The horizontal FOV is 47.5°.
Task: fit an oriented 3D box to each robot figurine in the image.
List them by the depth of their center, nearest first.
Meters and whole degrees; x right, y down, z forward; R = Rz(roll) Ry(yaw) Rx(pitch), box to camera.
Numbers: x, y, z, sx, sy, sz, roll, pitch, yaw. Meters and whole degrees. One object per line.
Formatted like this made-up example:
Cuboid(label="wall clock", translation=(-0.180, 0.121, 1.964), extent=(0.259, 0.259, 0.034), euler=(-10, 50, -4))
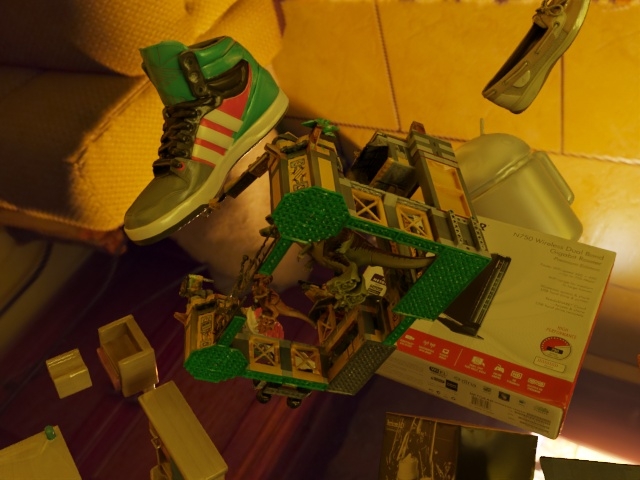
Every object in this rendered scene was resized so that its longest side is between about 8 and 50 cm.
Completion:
Cuboid(label="robot figurine", translation=(0.359, -0.057, 1.395), extent=(0.353, 0.300, 0.200), euler=(57, 154, 1))

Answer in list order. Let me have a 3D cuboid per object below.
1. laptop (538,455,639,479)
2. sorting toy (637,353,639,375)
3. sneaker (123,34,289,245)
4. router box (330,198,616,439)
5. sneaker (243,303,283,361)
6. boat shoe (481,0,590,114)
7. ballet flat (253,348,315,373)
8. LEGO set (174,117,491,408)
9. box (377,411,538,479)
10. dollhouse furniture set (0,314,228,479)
Cuboid(label="laptop", translation=(0.427, 0.527, 0.994), extent=(0.236, 0.408, 0.382), euler=(-17, 85, 26))
Cuboid(label="sorting toy", translation=(0.718, 0.191, 1.329), extent=(0.047, 0.196, 0.348), euler=(14, 159, -14))
Cuboid(label="sneaker", translation=(-0.171, -0.150, 0.888), extent=(0.124, 0.295, 0.178), euler=(2, 137, 45))
Cuboid(label="router box", translation=(0.230, 0.097, 1.084), extent=(0.335, 0.301, 0.082), euler=(16, 139, 23))
Cuboid(label="sneaker", translation=(-0.116, 0.165, 1.278), extent=(0.075, 0.063, 0.170), euler=(-3, 147, 16))
Cuboid(label="boat shoe", translation=(0.226, -0.208, 0.760), extent=(0.048, 0.056, 0.153), euler=(23, 115, -13))
Cuboid(label="ballet flat", translation=(-0.073, 0.226, 1.436), extent=(0.168, 0.052, 0.057), euler=(29, 154, 20))
Cuboid(label="LEGO set", translation=(0.000, 0.000, 0.729), extent=(0.255, 0.192, 0.331), euler=(9, 134, -17))
Cuboid(label="box", translation=(0.255, 0.520, 1.458), extent=(0.179, 0.312, 0.343), euler=(12, 167, -16))
Cuboid(label="dollhouse furniture set", translation=(-0.301, 0.302, 0.878), extent=(0.286, 0.303, 0.198), euler=(48, 147, 32))
